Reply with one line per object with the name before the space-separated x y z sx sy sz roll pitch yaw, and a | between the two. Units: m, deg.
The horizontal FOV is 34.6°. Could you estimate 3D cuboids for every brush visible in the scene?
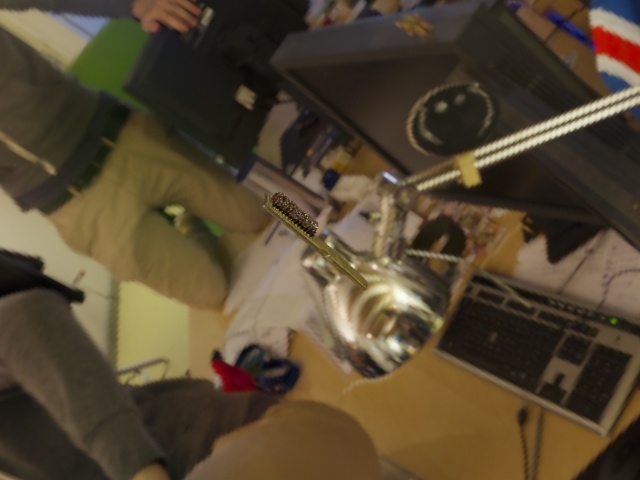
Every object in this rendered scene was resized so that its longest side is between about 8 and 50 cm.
brush | 0.000 0.000 1.726 0.036 0.248 0.043 -37 28 22
